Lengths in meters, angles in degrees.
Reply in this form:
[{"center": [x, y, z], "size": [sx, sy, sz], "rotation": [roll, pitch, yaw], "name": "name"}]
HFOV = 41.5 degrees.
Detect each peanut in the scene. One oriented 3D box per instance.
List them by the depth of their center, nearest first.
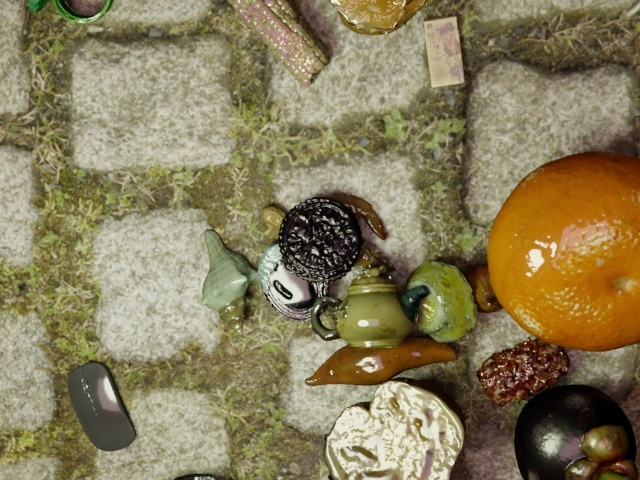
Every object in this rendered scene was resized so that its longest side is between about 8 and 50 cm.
[{"center": [-0.086, -0.040, 1.922], "size": [0.113, 0.054, 0.054], "rotation": [35, 103, -3], "name": "peanut"}]

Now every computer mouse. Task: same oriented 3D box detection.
[{"center": [-0.537, 0.411, 2.068], "size": [0.120, 0.057, 0.232], "rotation": [-19, 97, 11], "name": "computer mouse"}]

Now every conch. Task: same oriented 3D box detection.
[{"center": [-0.206, 0.099, 1.939], "size": [0.137, 0.114, 0.233], "rotation": [2, 95, -6], "name": "conch"}]

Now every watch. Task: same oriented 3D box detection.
[{"center": [-0.545, -0.543, 1.876], "size": [0.152, 0.131, 0.165], "rotation": [32, 99, -17], "name": "watch"}]

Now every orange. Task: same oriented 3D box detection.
[{"center": [0.544, 0.016, 1.703], "size": [0.424, 0.326, 0.423], "rotation": [0, 117, -1], "name": "orange"}]

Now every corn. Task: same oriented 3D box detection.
[{"center": [-0.104, -0.482, 1.810], "size": [0.127, 0.126, 0.335], "rotation": [-36, 95, 13], "name": "corn"}]

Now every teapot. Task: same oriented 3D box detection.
[{"center": [0.103, 0.142, 1.836], "size": [0.270, 0.173, 0.182], "rotation": [-5, 81, 22], "name": "teapot"}]

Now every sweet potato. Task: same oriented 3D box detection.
[{"center": [0.129, 0.273, 1.922], "size": [0.359, 0.112, 0.112], "rotation": [-17, 97, 12], "name": "sweet potato"}]

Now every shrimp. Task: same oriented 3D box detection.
[{"center": [0.087, -0.015, 1.912], "size": [0.236, 0.053, 0.133], "rotation": [38, 83, 4], "name": "shrimp"}]

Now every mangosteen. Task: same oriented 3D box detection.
[{"center": [0.559, 0.455, 1.790], "size": [0.275, 0.302, 0.274], "rotation": [-4, 105, -15], "name": "mangosteen"}]

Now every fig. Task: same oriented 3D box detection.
[{"center": [0.355, 0.104, 1.845], "size": [0.119, 0.153, 0.119], "rotation": [-1, 88, 33], "name": "fig"}]

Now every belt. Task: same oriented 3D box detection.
[{"center": [-0.064, 0.091, 1.927], "size": [0.151, 0.078, 0.198], "rotation": [-31, 94, 4], "name": "belt"}]

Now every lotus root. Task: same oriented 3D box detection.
[{"center": [0.172, 0.437, 1.889], "size": [0.316, 0.250, 0.316], "rotation": [0, 90, 14], "name": "lotus root"}]

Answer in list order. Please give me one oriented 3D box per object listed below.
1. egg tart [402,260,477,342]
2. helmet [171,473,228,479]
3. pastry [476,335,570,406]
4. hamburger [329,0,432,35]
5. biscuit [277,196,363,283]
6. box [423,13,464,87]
[{"center": [0.248, 0.141, 1.855], "size": [0.197, 0.078, 0.197], "rotation": [21, 118, 45], "name": "egg tart"}, {"center": [-0.281, 0.659, 2.032], "size": [0.254, 0.154, 0.198], "rotation": [6, 81, -11], "name": "helmet"}, {"center": [0.455, 0.289, 1.885], "size": [0.209, 0.097, 0.115], "rotation": [-22, 106, 10], "name": "pastry"}, {"center": [0.117, -0.548, 1.748], "size": [0.245, 0.163, 0.244], "rotation": [0, 102, 0], "name": "hamburger"}, {"center": [0.000, 0.000, 1.861], "size": [0.195, 0.053, 0.194], "rotation": [0, 81, 2], "name": "biscuit"}, {"center": [0.266, -0.407, 1.820], "size": [0.073, 0.020, 0.149], "rotation": [-8, 99, 10], "name": "box"}]
